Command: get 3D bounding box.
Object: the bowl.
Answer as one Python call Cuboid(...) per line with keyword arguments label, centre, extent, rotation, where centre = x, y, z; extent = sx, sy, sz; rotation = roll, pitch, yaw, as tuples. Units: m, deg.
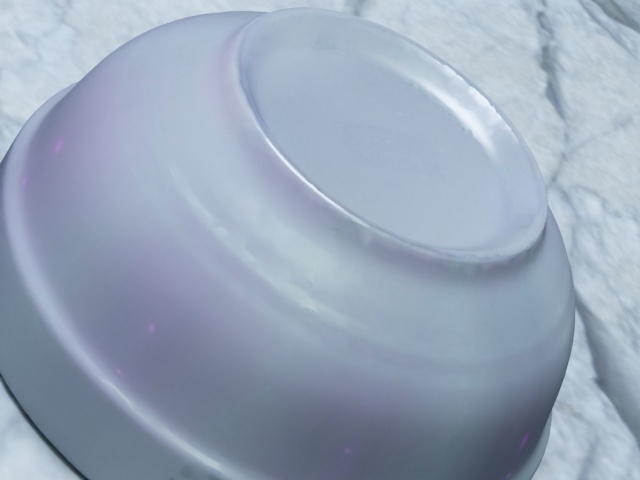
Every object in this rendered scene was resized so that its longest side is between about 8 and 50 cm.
Cuboid(label="bowl", centre=(0.000, 0.000, 0.830), extent=(0.287, 0.144, 0.287), rotation=(22, 37, -18))
